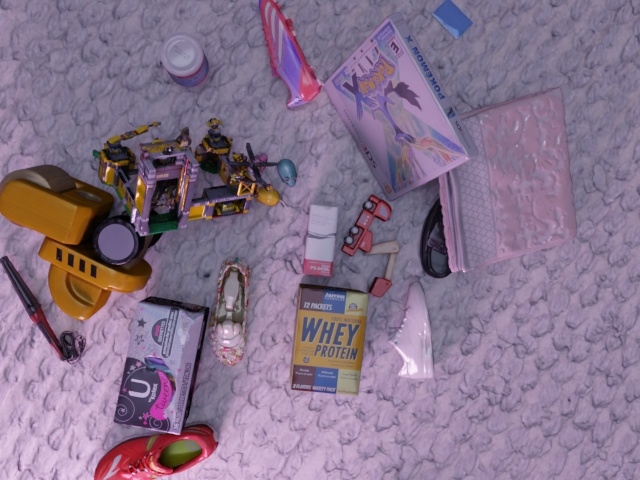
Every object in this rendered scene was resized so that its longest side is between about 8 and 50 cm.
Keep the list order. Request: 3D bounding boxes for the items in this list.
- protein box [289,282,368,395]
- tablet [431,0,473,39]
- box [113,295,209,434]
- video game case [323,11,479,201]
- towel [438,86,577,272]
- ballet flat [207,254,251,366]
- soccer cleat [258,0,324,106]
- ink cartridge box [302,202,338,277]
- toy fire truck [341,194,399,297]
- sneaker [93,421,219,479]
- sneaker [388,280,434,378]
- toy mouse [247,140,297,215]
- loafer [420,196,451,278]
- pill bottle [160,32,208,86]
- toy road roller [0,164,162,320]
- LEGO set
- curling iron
[{"bbox_3d":[0.014,0.197,1.584,0.136,0.200,0.201,6,89,-3],"label":"protein box"},{"bbox_3d":[0.291,-0.489,1.699,0.083,0.006,0.054,45,88,0],"label":"tablet"},{"bbox_3d":[-0.325,0.251,1.588,0.142,0.163,0.247,10,89,-4],"label":"box"},{"bbox_3d":[0.146,-0.249,1.537,0.036,0.329,0.300,-30,91,-25],"label":"video game case"},{"bbox_3d":[0.390,-0.122,1.601,0.317,0.053,0.331,-18,109,-19],"label":"towel"},{"bbox_3d":[-0.195,0.152,1.638,0.091,0.077,0.240,2,90,-3],"label":"ballet flat"},{"bbox_3d":[-0.083,-0.407,1.650,0.095,0.083,0.248,-28,91,9],"label":"soccer cleat"},{"bbox_3d":[0.000,0.000,1.630,0.063,0.109,0.150,7,89,-1],"label":"ink cartridge box"},{"bbox_3d":[0.120,0.012,1.667,0.135,0.047,0.192,29,88,-2],"label":"toy fire truck"},{"bbox_3d":[-0.349,0.453,1.608,0.279,0.118,0.107,-22,90,-2],"label":"sneaker"},{"bbox_3d":[0.192,0.195,1.659,0.094,0.080,0.212,-5,91,9],"label":"sneaker"},{"bbox_3d":[-0.108,-0.149,1.667,0.161,0.031,0.143,22,89,-2],"label":"toy mouse"},{"bbox_3d":[0.297,-0.062,1.650,0.109,0.095,0.302,23,88,-4],"label":"loafer"},{"bbox_3d":[-0.278,-0.367,1.597,0.087,0.160,0.087,0,90,-2],"label":"pill bottle"},{"bbox_3d":[-0.503,0.011,1.571,0.330,0.202,0.240,26,100,-2],"label":"toy road roller"},{"bbox_3d":[-0.263,-0.162,1.499,0.331,0.192,0.255,-5,47,-26],"label":"LEGO set"},{"bbox_3d":[-0.594,0.147,1.643,0.068,0.035,0.274,-37,92,-6],"label":"curling iron"}]
